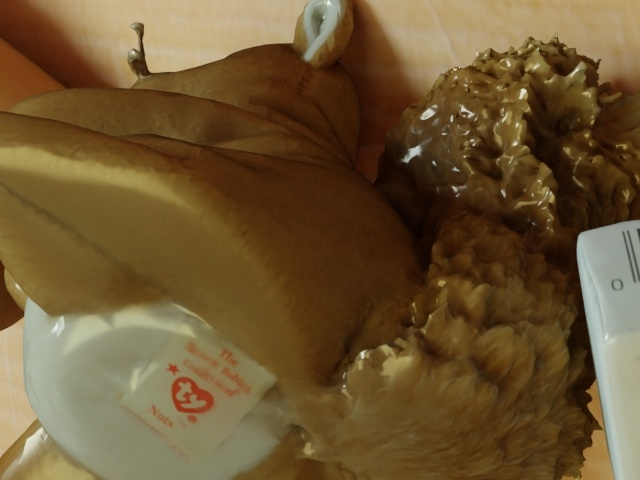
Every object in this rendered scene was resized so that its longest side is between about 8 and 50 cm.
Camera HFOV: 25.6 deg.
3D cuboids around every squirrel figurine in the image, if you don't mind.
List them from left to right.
[{"bbox_3d":[0.000,0.000,0.855,0.397,0.370,0.281,3,117,9],"label":"squirrel figurine"}]

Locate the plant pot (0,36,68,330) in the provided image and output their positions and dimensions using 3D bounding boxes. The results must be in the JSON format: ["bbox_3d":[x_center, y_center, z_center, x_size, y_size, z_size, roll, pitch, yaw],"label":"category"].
[{"bbox_3d":[-0.310,-0.056,1.136,0.204,0.291,0.290,23,127,11],"label":"plant pot"}]

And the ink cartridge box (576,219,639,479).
[{"bbox_3d":[0.310,0.142,0.714,0.308,0.091,0.385,-10,126,9],"label":"ink cartridge box"}]
